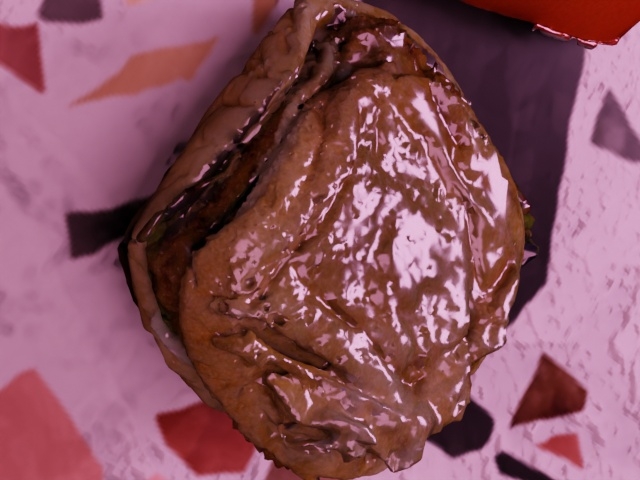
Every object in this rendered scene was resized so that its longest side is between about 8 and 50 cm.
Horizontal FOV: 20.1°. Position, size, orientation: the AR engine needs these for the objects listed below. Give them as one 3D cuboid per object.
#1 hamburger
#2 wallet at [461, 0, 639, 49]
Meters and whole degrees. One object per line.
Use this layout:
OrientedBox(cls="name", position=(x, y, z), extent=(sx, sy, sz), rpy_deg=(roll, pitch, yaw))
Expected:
OrientedBox(cls="hamburger", position=(0.000, 0.000, 0.842), extent=(0.183, 0.130, 0.206), rpy_deg=(49, 61, -30))
OrientedBox(cls="wallet", position=(0.157, -0.172, 0.833), extent=(0.142, 0.045, 0.204), rpy_deg=(11, 142, -38))
